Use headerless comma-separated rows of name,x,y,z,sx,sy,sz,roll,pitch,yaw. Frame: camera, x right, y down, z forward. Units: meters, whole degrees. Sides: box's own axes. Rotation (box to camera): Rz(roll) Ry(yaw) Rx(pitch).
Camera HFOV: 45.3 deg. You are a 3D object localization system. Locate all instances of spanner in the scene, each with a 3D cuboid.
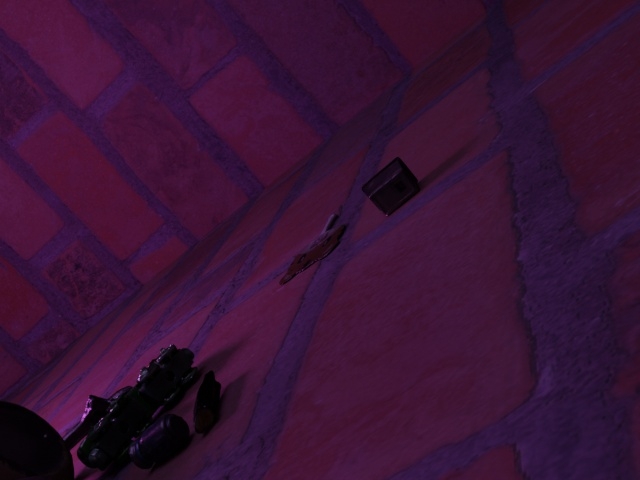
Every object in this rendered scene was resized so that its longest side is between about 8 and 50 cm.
spanner,-0.459,0.371,1.352,0.325,0.093,0.026,-42,41,-19

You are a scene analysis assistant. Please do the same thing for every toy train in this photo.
toy train,-0.300,0.272,1.256,0.119,0.085,0.251,-37,9,48

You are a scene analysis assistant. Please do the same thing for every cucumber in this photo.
cucumber,-0.160,0.225,1.071,0.034,0.033,0.135,-34,14,4

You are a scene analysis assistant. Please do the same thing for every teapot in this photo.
teapot,-0.219,0.271,1.055,0.083,0.049,0.063,-37,12,19

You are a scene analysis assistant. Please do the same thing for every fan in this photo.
fan,0.000,0.000,1.461,0.152,0.008,0.227,-35,14,30

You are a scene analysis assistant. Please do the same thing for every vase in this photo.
vase,-0.511,0.408,1.179,0.302,0.241,0.329,-53,-18,7

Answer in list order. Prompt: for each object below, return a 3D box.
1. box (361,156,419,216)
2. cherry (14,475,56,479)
box,0.119,-0.086,1.278,0.084,0.060,0.063,-38,20,11
cherry,-0.374,0.382,0.936,0.176,0.140,0.176,-60,-4,-7
